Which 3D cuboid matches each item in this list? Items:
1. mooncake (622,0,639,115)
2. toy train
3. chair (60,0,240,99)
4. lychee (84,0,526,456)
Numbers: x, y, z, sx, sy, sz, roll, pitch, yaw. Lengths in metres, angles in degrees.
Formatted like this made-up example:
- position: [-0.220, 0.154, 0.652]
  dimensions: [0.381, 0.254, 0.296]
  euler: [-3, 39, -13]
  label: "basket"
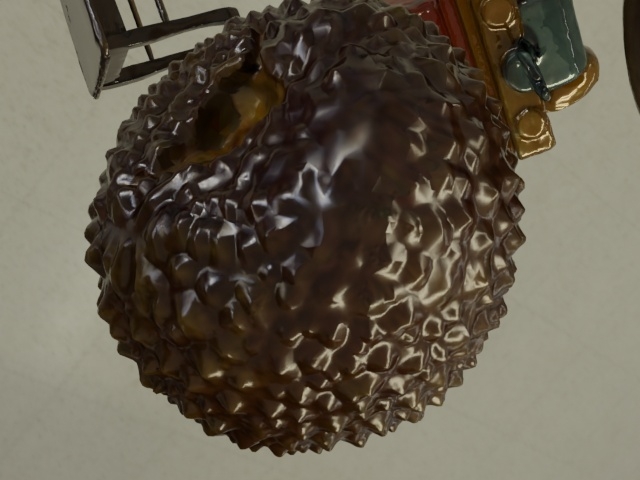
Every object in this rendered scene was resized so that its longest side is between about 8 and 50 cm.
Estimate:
- position: [0.303, -0.156, 0.783]
  dimensions: [0.117, 0.234, 0.235]
  euler: [-58, 150, -43]
  label: "mooncake"
- position: [0.088, -0.181, 0.989]
  dimensions: [0.231, 0.369, 0.163]
  euler: [-21, 120, 0]
  label: "toy train"
- position: [-0.272, -0.254, 1.291]
  dimensions: [0.319, 0.160, 0.186]
  euler: [-18, 86, -18]
  label: "chair"
- position: [0.000, 0.000, 0.716]
  dimensions: [0.267, 0.267, 0.267]
  euler: [-17, 130, -22]
  label: "lychee"
